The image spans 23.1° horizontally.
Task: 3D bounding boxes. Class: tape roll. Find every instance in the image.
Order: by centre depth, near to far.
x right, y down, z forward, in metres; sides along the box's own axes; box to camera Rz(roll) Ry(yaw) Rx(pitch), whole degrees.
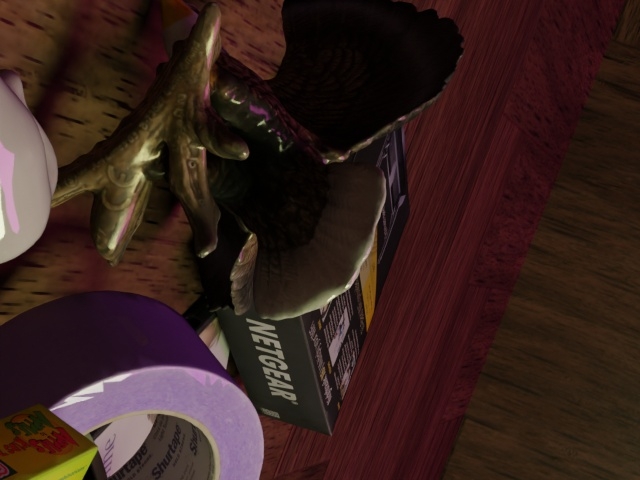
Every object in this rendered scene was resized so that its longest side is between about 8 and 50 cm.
[{"bbox_3d":[-0.133,0.129,0.915,0.189,0.080,0.189,-19,132,-23],"label":"tape roll"}]

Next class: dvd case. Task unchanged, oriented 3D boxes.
[{"bbox_3d":[-0.138,0.161,1.235,0.253,0.022,0.180,-46,154,-54],"label":"dvd case"}]

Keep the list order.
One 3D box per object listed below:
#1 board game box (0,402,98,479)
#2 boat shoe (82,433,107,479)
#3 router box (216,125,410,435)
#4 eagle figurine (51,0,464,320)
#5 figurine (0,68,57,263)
[{"bbox_3d":[-0.188,0.177,0.795,0.181,0.043,0.092,-61,164,18],"label":"board game box"},{"bbox_3d":[-0.193,0.226,1.026,0.079,0.084,0.233,-6,114,-51],"label":"boat shoe"},{"bbox_3d":[0.000,0.000,1.333,0.309,0.081,0.243,79,29,-63],"label":"router box"},{"bbox_3d":[-0.038,-0.066,0.965,0.298,0.226,0.225,5,86,-69],"label":"eagle figurine"},{"bbox_3d":[-0.193,-0.052,0.641,0.215,0.092,0.209,-55,156,-44],"label":"figurine"}]
